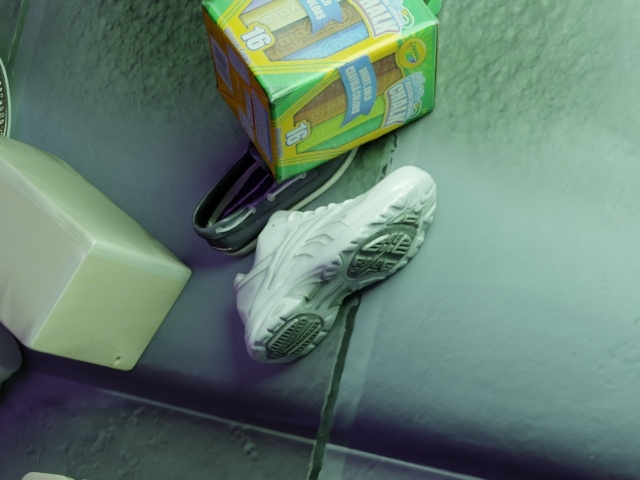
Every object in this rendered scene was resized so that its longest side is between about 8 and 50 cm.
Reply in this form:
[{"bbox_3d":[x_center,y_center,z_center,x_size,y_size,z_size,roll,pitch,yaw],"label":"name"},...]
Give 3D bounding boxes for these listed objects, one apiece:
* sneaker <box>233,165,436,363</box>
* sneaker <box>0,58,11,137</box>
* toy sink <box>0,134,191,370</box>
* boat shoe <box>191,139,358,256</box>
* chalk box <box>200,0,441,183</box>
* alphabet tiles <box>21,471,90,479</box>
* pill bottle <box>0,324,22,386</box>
[{"bbox_3d":[0.000,0.000,1.505,0.232,0.090,0.115,-42,56,16],"label":"sneaker"},{"bbox_3d":[-0.417,-0.191,1.835,0.290,0.106,0.123,66,154,15],"label":"sneaker"},{"bbox_3d":[-0.271,0.009,1.637,0.234,0.153,0.131,38,100,33],"label":"toy sink"},{"bbox_3d":[-0.039,-0.069,1.559,0.206,0.065,0.075,-46,55,13],"label":"boat shoe"},{"bbox_3d":[0.023,-0.172,1.483,0.213,0.132,0.132,-26,60,-12],"label":"chalk box"},{"bbox_3d":[-0.255,0.369,1.611,0.278,0.021,0.284,1,78,35],"label":"alphabet tiles"},{"bbox_3d":[-0.374,0.142,1.712,0.137,0.078,0.078,-36,61,20],"label":"pill bottle"}]
